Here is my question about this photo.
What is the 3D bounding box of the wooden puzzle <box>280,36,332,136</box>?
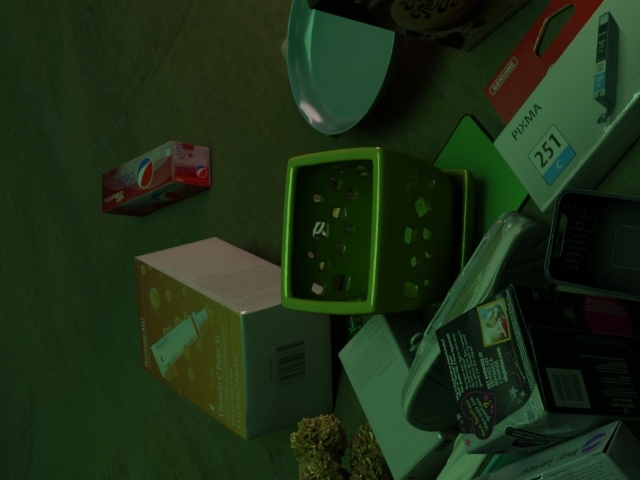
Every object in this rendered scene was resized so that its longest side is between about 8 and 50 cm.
[{"bbox_3d":[0.031,-0.323,2.094,0.238,0.044,0.221,-57,44,35],"label":"wooden puzzle"}]

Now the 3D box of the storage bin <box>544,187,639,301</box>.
[{"bbox_3d":[0.373,0.008,1.553,0.180,0.084,0.122,12,93,53],"label":"storage bin"}]

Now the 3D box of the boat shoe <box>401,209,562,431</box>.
[{"bbox_3d":[0.205,0.109,1.715,0.320,0.118,0.103,-62,26,6],"label":"boat shoe"}]

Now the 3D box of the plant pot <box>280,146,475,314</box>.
[{"bbox_3d":[0.090,-0.007,1.811,0.228,0.207,0.227,0,87,54],"label":"plant pot"}]

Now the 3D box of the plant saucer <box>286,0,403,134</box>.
[{"bbox_3d":[0.043,-0.322,1.987,0.318,0.044,0.317,-7,82,59],"label":"plant saucer"}]

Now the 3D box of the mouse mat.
[{"bbox_3d":[0.218,-0.073,1.830,0.152,0.007,0.189,-59,44,27],"label":"mouse mat"}]

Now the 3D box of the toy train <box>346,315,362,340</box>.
[{"bbox_3d":[0.057,0.156,1.982,0.017,0.024,0.083,-32,59,45],"label":"toy train"}]

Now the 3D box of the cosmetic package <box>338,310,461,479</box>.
[{"bbox_3d":[0.124,0.221,1.836,0.117,0.086,0.231,-50,50,34],"label":"cosmetic package"}]

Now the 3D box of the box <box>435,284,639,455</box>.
[{"bbox_3d":[0.283,0.163,1.506,0.142,0.247,0.163,-38,55,44],"label":"box"}]

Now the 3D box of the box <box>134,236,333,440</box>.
[{"bbox_3d":[-0.146,0.150,2.084,0.345,0.168,0.215,22,120,52],"label":"box"}]

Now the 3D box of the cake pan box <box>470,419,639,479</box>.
[{"bbox_3d":[0.319,0.346,1.462,0.246,0.070,0.267,47,135,-7],"label":"cake pan box"}]

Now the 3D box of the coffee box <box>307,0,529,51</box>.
[{"bbox_3d":[0.136,-0.376,1.752,0.168,0.297,0.118,-37,55,43],"label":"coffee box"}]

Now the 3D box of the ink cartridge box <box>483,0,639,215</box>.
[{"bbox_3d":[0.331,-0.224,1.664,0.296,0.066,0.261,-54,46,31],"label":"ink cartridge box"}]

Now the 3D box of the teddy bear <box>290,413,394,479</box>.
[{"bbox_3d":[0.028,0.412,1.814,0.338,0.245,0.113,-65,7,-21],"label":"teddy bear"}]

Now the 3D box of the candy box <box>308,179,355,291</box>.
[{"bbox_3d":[0.000,0.000,2.062,0.109,0.053,0.186,29,106,51],"label":"candy box"}]

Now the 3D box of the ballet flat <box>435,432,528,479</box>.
[{"bbox_3d":[0.183,0.364,1.719,0.400,0.139,0.139,-58,43,21],"label":"ballet flat"}]

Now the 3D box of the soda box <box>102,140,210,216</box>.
[{"bbox_3d":[-0.321,-0.115,2.462,0.263,0.092,0.083,-19,70,49],"label":"soda box"}]
